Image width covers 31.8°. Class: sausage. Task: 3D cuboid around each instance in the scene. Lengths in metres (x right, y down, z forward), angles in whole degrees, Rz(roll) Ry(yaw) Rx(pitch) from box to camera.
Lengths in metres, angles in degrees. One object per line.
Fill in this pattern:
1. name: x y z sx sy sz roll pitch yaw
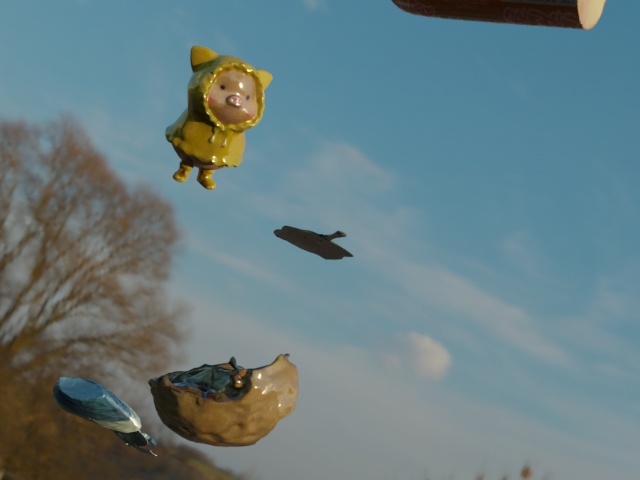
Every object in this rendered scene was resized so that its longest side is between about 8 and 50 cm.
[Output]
1. sausage: 0.200 -0.321 1.413 0.312 0.093 0.093 12 -20 35

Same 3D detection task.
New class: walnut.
1. walnut: -0.157 0.256 1.761 0.204 0.141 0.238 -5 -5 -34

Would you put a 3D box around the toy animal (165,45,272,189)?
1. toy animal: -0.177 -0.199 1.877 0.156 0.229 0.156 23 14 -6

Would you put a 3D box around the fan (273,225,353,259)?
1. fan: 0.000 0.000 1.846 0.132 0.009 0.220 23 -13 -14

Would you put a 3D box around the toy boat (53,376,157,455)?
1. toy boat: -0.203 0.185 1.115 0.105 0.034 0.149 0 -42 48
